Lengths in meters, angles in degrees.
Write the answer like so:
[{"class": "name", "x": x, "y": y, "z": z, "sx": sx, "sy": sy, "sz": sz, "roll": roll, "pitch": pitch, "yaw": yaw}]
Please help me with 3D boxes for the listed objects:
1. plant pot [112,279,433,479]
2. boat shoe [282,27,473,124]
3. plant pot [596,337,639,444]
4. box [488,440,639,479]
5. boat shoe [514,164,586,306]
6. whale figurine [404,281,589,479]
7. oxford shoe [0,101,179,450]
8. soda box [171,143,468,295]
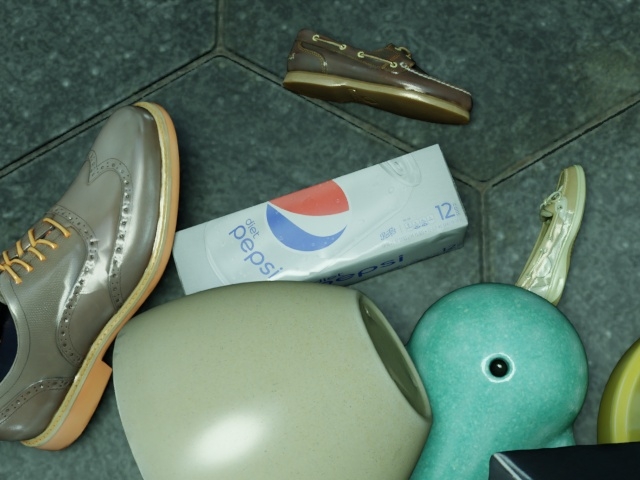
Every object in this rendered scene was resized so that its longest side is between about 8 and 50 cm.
[{"class": "plant pot", "x": -0.016, "y": 0.146, "z": 0.892, "sx": 0.191, "sy": 0.284, "sz": 0.284, "roll": -30, "pitch": 75, "yaw": 11}, {"class": "boat shoe", "x": 0.064, "y": -0.177, "z": 1.091, "sx": 0.207, "sy": 0.073, "sz": 0.073, "roll": 15, "pitch": 80, "yaw": 8}, {"class": "plant pot", "x": 0.390, "y": 0.167, "z": 0.897, "sx": 0.254, "sy": 0.239, "sz": 0.254, "roll": -1, "pitch": 76, "yaw": 3}, {"class": "box", "x": 0.351, "y": 0.384, "z": 0.631, "sx": 0.480, "sy": 0.297, "sz": 0.471, "roll": 0, "pitch": 102, "yaw": -18}, {"class": "boat shoe", "x": 0.233, "y": -0.007, "z": 1.047, "sx": 0.048, "sy": 0.056, "sz": 0.153, "roll": 15, "pitch": 85, "yaw": 3}, {"class": "whale figurine", "x": 0.142, "y": 0.169, "z": 0.966, "sx": 0.216, "sy": 0.141, "sz": 0.272, "roll": 27, "pitch": 82, "yaw": 10}, {"class": "oxford shoe", "x": -0.245, "y": 0.027, "z": 0.992, "sx": 0.130, "sy": 0.133, "sz": 0.363, "roll": 18, "pitch": 88, "yaw": 45}, {"class": "soda box", "x": 0.000, "y": 0.000, "z": 1.041, "sx": 0.286, "sy": 0.098, "sz": 0.091, "roll": -19, "pitch": 75, "yaw": 1}]
